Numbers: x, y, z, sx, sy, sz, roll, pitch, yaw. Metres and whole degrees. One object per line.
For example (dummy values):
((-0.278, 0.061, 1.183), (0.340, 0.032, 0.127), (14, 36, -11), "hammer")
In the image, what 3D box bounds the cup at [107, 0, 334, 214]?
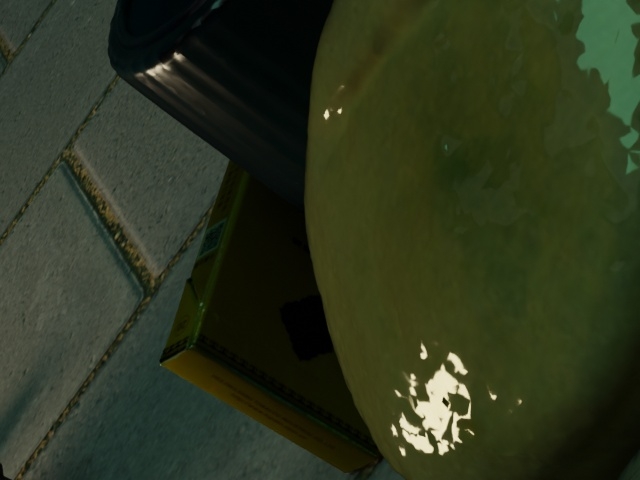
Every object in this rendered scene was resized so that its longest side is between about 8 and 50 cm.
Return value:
((0.063, -0.122, 1.007), (0.308, 0.292, 0.242), (-14, 47, 57), "cup")

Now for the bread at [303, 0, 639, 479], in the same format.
((0.136, -0.029, 0.790), (0.320, 0.237, 0.321), (174, 90, -68), "bread")

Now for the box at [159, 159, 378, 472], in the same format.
((0.000, -0.001, 1.135), (0.041, 0.153, 0.279), (-28, 36, 45), "box")

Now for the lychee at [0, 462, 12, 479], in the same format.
((-0.390, 0.255, 1.376), (0.300, 0.300, 0.300), (-41, 28, 28), "lychee")

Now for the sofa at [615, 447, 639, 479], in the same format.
((0.176, 0.207, 0.656), (0.225, 0.176, 0.210), (109, 175, -50), "sofa")
